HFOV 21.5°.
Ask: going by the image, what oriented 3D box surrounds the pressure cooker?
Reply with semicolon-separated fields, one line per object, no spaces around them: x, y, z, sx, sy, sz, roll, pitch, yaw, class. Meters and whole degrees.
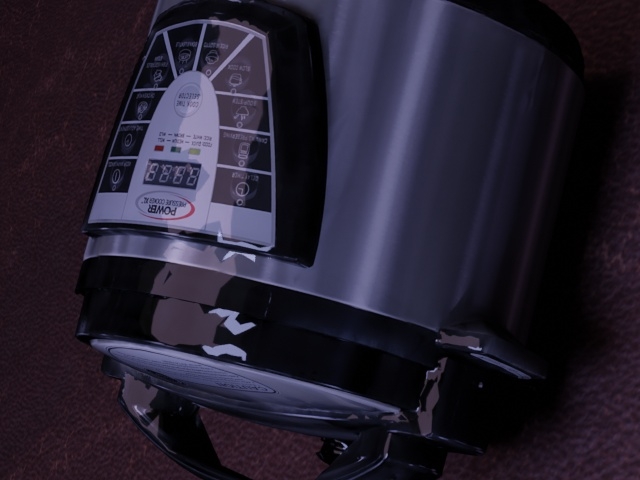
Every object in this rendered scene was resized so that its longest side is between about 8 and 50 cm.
0.005;0.002;1.347;0.370;0.375;0.420;133;152;-80;pressure cooker
